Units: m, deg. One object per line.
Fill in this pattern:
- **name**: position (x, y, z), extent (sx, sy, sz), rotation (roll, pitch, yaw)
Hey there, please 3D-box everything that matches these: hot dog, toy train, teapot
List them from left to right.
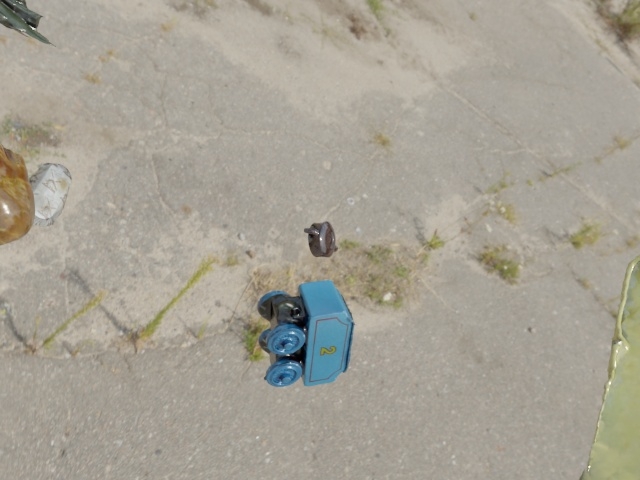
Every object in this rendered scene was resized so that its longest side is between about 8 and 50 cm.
- **hot dog**: position (-0.646, -0.112, 1.238), extent (0.099, 0.053, 0.192), rotation (50, 28, -42)
- **toy train**: position (-0.041, 0.267, 1.495), extent (0.265, 0.300, 0.188), rotation (-5, 37, -15)
- **teapot**: position (0.000, 0.000, 0.988), extent (0.100, 0.045, 0.068), rotation (43, 52, -53)

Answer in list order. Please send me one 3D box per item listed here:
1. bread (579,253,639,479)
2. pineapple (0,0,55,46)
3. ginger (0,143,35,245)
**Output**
- **bread**: position (0.306, 0.121, 0.307), extent (0.236, 0.263, 0.198), rotation (-31, 118, -46)
- **pineapple**: position (-0.451, -0.360, 0.564), extent (0.165, 0.165, 0.365), rotation (-49, 131, -44)
- **ginger**: position (-0.269, -0.048, 0.358), extent (0.162, 0.073, 0.103), rotation (45, 66, -10)
